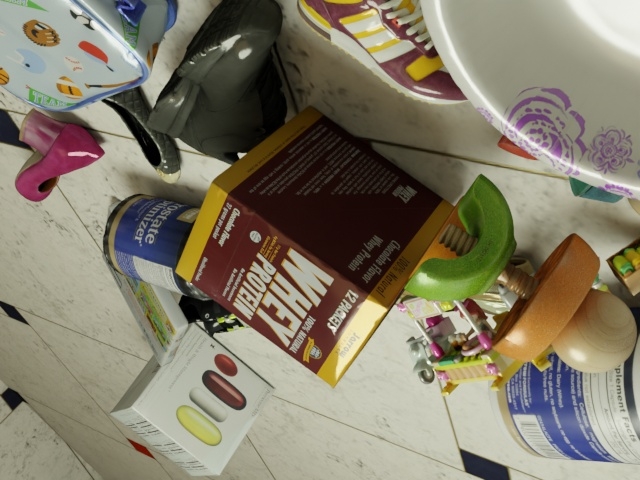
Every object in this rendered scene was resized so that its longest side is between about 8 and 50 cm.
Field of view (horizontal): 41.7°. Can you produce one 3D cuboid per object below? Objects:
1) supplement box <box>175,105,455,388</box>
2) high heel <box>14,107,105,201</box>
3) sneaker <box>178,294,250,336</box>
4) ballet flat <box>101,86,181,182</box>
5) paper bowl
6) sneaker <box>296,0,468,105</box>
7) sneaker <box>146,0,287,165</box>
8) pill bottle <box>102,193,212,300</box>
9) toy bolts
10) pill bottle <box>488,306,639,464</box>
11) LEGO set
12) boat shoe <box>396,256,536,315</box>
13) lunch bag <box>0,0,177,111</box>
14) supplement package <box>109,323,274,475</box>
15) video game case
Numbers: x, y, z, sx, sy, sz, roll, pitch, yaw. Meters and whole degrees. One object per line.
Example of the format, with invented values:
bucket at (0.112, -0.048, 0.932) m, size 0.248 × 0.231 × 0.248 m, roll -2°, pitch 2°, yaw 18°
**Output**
supplement box at (0.000, 0.000, 0.839) m, size 0.194 × 0.191 × 0.129 m, roll 35°, pitch 131°, yaw 7°
high heel at (-0.383, -0.103, 1.253) m, size 0.117 × 0.082 × 0.244 m, roll 29°, pitch 146°, yaw -4°
sneaker at (-0.130, 0.116, 1.280) m, size 0.234 × 0.097 × 0.084 m, roll 9°, pitch 142°, yaw 38°
ballet flat at (-0.228, -0.135, 1.061) m, size 0.057 × 0.049 × 0.173 m, roll 12°, pitch 144°, yaw 36°
paper bowl at (0.209, -0.163, 0.477) m, size 0.284 × 0.148 × 0.284 m, roll 25°, pitch 149°, yaw 16°
sneaker at (0.062, -0.179, 0.683) m, size 0.185 × 0.070 × 0.084 m, roll 29°, pitch 156°, yaw 7°
sneaker at (-0.081, -0.157, 0.848) m, size 0.130 × 0.109 × 0.286 m, roll 34°, pitch 161°, yaw -12°
pill bottle at (-0.183, 0.013, 1.159) m, size 0.219 × 0.123 × 0.123 m, roll 13°, pitch 144°, yaw 32°
toy bolts at (0.190, -0.007, 0.671) m, size 0.158 × 0.228 × 0.218 m, roll 34°, pitch 174°, yaw 6°
pill bottle at (0.308, 0.141, 0.819) m, size 0.153 × 0.153 × 0.264 m, roll 47°, pitch 148°, yaw -21°
LEGO set at (0.177, 0.056, 0.796) m, size 0.287 × 0.132 × 0.107 m, roll -32°, pitch 97°, yaw 39°
boat shoe at (0.150, 0.035, 0.928) m, size 0.190 × 0.068 × 0.072 m, roll -1°, pitch 124°, yaw 32°
lunch bag at (-0.298, -0.259, 0.843) m, size 0.243 × 0.115 × 0.303 m, roll -10°, pitch 143°, yaw 43°
supplement package at (-0.236, 0.298, 1.557) m, size 0.203 × 0.194 × 0.149 m, roll 41°, pitch 151°, yaw -13°
video game case at (-0.288, 0.076, 1.360) m, size 0.227 × 0.026 × 0.206 m, roll 59°, pitch 154°, yaw 13°
